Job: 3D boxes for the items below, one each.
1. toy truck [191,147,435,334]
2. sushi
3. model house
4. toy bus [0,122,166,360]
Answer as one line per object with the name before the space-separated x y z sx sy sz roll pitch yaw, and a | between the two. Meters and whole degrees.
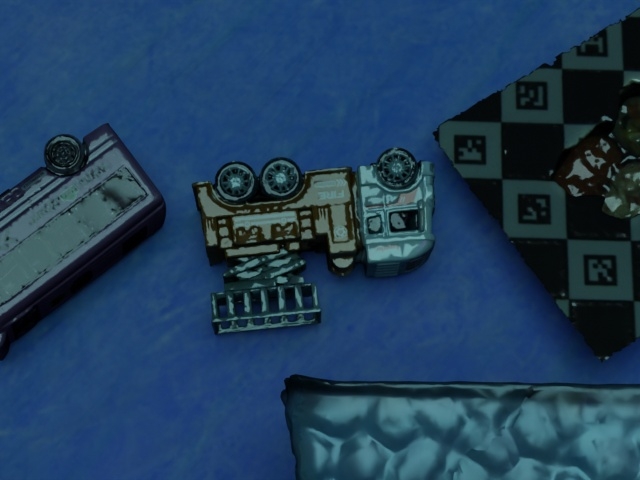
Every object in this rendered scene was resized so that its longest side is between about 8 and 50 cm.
toy truck | 0.000 0.000 1.458 0.178 0.080 0.115 -7 77 -1
sushi | 0.234 -0.044 1.491 0.231 0.047 0.219 -30 70 -14
model house | 0.154 0.263 1.281 0.360 0.297 0.339 0 80 0
toy bus | -0.203 0.001 1.453 0.178 0.087 0.098 -38 82 -13
